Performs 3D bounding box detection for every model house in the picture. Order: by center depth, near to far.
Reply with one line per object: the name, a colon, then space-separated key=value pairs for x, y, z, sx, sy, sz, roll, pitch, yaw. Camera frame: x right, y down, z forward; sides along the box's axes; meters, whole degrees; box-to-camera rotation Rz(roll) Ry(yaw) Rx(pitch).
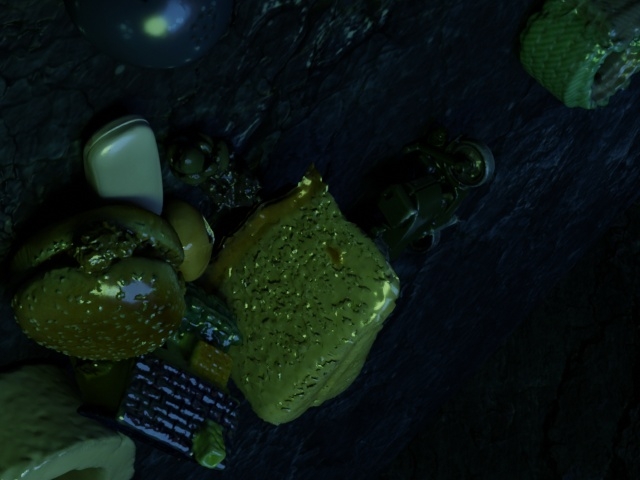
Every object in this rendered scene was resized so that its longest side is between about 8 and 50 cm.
model house: x=-0.188 y=0.167 z=1.588 sx=0.170 sy=0.211 sz=0.194 roll=-43 pitch=130 yaw=14

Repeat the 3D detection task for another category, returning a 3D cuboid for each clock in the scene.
clock: x=-0.131 y=-0.264 z=1.128 sx=0.199 sy=0.146 sz=0.243 roll=-14 pitch=135 yaw=-60

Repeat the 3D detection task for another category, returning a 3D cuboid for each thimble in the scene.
thimble: x=0.415 y=-0.312 z=2.009 sx=0.219 sy=0.150 sz=0.219 roll=-38 pitch=158 yaw=-19

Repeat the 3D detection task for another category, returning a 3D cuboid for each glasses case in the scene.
glasses case: x=-0.213 y=-0.064 z=1.430 sx=0.081 sy=0.051 sz=0.204 roll=-28 pitch=155 yaw=-20

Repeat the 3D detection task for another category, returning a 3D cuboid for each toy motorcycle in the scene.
toy motorcycle: x=0.132 y=-0.054 z=1.995 sx=0.205 sy=0.127 sz=0.275 roll=-23 pitch=155 yaw=-43

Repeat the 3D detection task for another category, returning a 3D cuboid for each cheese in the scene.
cheese: x=-0.399 y=0.317 z=1.625 sx=0.292 sy=0.153 sz=0.332 roll=-15 pitch=141 yaw=-52

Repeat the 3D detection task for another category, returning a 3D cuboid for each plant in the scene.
plant: x=-0.126 y=-0.085 z=1.534 sx=0.174 sy=0.085 sz=0.087 roll=29 pitch=79 yaw=-62

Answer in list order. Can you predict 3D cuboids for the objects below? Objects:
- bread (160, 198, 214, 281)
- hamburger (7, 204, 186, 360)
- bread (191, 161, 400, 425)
bread: x=-0.157 y=-0.002 z=1.596 sx=0.056 sy=0.082 sz=0.115 roll=-10 pitch=150 yaw=2
hamburger: x=-0.242 y=0.053 z=1.433 sx=0.189 sy=0.122 sz=0.215 roll=-15 pitch=155 yaw=3
bread: x=-0.004 y=0.060 z=1.769 sx=0.315 sy=0.248 sz=0.279 roll=-41 pitch=167 yaw=24
